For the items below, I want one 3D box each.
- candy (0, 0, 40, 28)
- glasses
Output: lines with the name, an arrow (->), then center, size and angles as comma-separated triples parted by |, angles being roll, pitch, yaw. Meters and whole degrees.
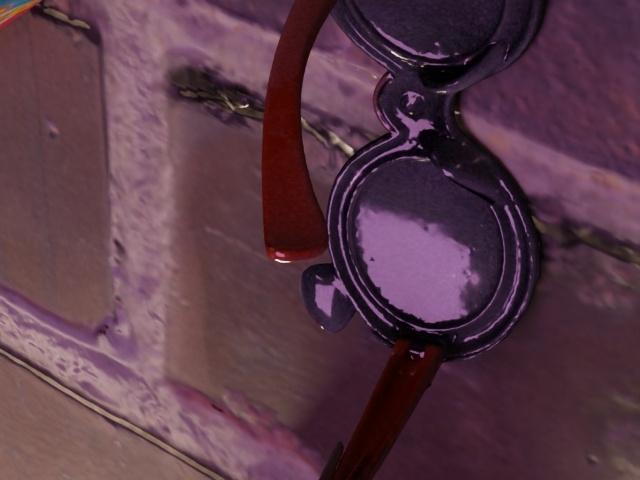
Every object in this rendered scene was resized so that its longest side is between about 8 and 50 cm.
candy -> -0.265, -0.145, 0.964 | 0.306, 0.100, 0.157 | -21, 100, 50
glasses -> 0.000, 0.000, 0.679 | 0.118, 0.268, 0.234 | 10, 122, 18
